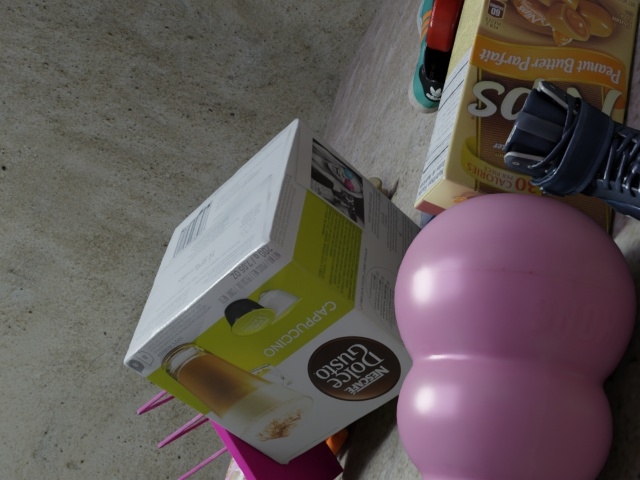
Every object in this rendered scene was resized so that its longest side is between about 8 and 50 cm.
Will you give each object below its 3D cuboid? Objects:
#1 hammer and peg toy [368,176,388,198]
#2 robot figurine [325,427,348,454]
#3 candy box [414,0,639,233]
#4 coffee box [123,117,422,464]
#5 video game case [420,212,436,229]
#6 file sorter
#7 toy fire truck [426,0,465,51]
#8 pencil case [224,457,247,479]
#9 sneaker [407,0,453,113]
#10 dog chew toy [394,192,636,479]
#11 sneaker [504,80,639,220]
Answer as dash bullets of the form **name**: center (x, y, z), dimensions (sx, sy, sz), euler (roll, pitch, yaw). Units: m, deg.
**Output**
- **hammer and peg toy**: center (0.000, 0.000, 1.723), dimensions (0.127, 0.266, 0.361), euler (91, -170, -48)
- **robot figurine**: center (-0.007, 0.316, 1.485), dimensions (0.158, 0.128, 0.219), euler (-72, 6, -59)
- **candy box**: center (0.231, -0.153, 0.861), dimensions (0.087, 0.183, 0.316), euler (126, 162, -65)
- **coffee box**: center (-0.048, 0.087, 1.276), dimensions (0.338, 0.334, 0.338), euler (-38, 25, 29)
- **video game case**: center (0.216, -0.104, 1.419), dimensions (0.119, 0.015, 0.166), euler (120, 167, -53)
- **file sorter**: center (-0.147, 0.352, 1.373), dimensions (0.182, 0.290, 0.202), euler (-39, -11, 29)
- **toy fire truck**: center (0.268, -0.339, 1.211), dimensions (0.254, 0.169, 0.302), euler (78, -151, -70)
- **pencil case**: center (-0.120, 0.512, 1.636), dimensions (0.167, 0.160, 0.386), euler (79, -153, -72)
- **sneaker**: center (0.255, -0.414, 1.609), dimensions (0.121, 0.108, 0.302), euler (140, 140, -72)
- **dog chew toy**: center (0.156, 0.132, 0.673), dimensions (0.206, 0.207, 0.331), euler (133, 148, -70)
- **sneaker**: center (0.243, -0.063, 0.644), dimensions (0.086, 0.163, 0.226), euler (-63, 10, 5)
